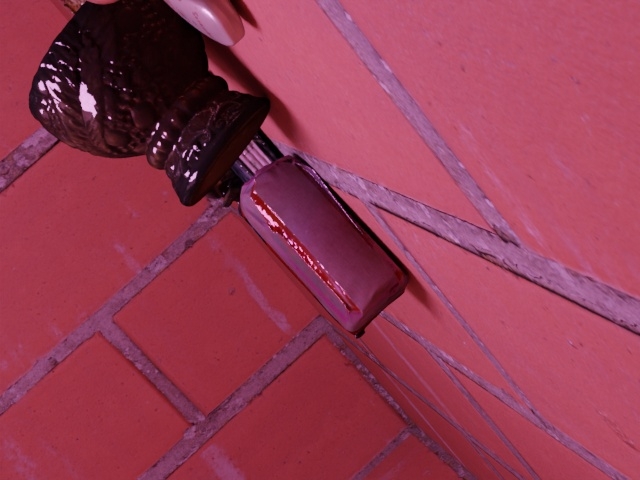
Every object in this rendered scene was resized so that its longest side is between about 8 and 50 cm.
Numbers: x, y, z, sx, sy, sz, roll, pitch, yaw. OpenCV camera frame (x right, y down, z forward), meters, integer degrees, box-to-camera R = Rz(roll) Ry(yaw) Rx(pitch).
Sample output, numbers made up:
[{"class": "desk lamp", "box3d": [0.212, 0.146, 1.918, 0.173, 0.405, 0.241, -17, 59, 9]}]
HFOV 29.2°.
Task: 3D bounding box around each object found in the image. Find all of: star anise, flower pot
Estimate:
[{"class": "star anise", "box3d": [-0.150, -0.118, 2.222, 0.212, 0.073, 0.197, 20, -142, -40]}, {"class": "flower pot", "box3d": [-0.229, -0.201, 1.733, 0.267, 0.266, 0.266, 37, 173, 1]}]

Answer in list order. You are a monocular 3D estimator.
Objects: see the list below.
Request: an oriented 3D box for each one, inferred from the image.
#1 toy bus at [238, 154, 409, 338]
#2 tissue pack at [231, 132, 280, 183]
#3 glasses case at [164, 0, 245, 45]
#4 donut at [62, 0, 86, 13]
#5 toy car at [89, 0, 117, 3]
[{"class": "toy bus", "box3d": [0.000, 0.000, 1.908, 0.303, 0.127, 0.147, 48, 169, 11]}, {"class": "tissue pack", "box3d": [-0.150, -0.173, 2.071, 0.235, 0.073, 0.173, 48, 176, -12]}, {"class": "glasses case", "box3d": [-0.158, -0.298, 1.470, 0.204, 0.051, 0.081, 43, 171, 40]}, {"class": "donut", "box3d": [-0.434, -0.472, 2.022, 0.295, 0.112, 0.151, 47, 179, 9]}, {"class": "toy car", "box3d": [-0.253, -0.349, 1.301, 0.212, 0.180, 0.270, 39, 179, -28]}]
